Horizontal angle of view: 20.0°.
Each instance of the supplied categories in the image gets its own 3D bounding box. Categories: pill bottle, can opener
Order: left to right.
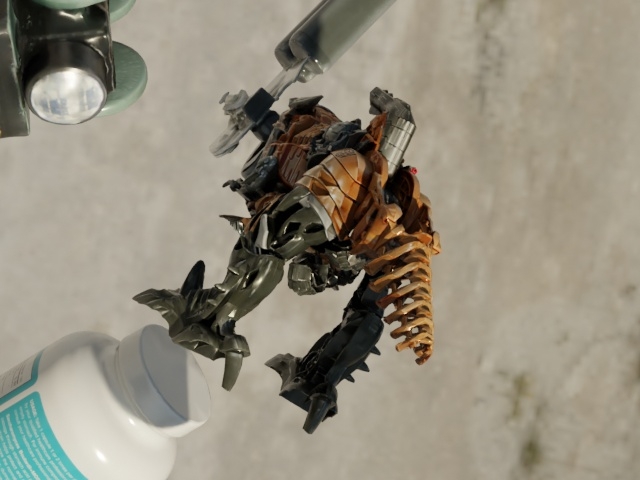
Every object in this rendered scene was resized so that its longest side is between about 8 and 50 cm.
[{"bbox_3d":[-0.220,0.169,1.484,0.146,0.264,0.146,48,23,-28],"label":"pill bottle"},{"bbox_3d":[0.002,-0.161,1.632,0.093,0.074,0.280,43,70,-14],"label":"can opener"}]

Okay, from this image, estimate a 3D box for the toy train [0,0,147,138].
[{"bbox_3d":[-0.223,-0.201,1.245,0.142,0.190,0.334,90,-8,-47],"label":"toy train"}]

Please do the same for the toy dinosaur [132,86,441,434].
[{"bbox_3d":[0.000,0.000,1.242,0.218,0.164,0.322,-54,-173,8],"label":"toy dinosaur"}]
